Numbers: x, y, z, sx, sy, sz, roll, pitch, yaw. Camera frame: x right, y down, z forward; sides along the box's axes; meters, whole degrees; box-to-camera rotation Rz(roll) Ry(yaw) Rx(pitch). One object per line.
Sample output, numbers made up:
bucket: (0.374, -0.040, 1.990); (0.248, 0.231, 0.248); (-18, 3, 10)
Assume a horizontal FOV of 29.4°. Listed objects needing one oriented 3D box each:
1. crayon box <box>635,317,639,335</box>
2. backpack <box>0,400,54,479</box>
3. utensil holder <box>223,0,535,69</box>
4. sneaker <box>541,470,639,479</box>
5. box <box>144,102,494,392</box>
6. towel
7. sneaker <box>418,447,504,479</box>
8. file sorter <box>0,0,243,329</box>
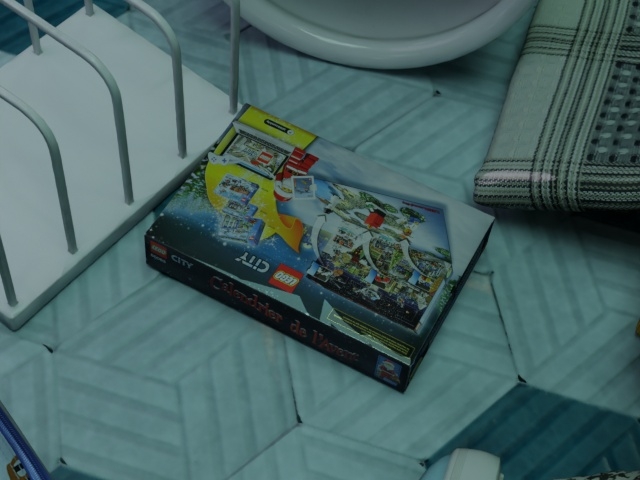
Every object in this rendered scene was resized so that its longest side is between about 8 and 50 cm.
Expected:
crayon box: (0.388, 0.015, 0.972); (0.203, 0.083, 0.323); (25, 57, 13)
backpack: (-0.252, 0.215, 0.698); (0.213, 0.276, 0.263); (-18, 62, -31)
utensil holder: (0.073, -0.403, 1.088); (0.327, 0.328, 0.385); (13, 54, 4)
sneaker: (0.167, 0.318, 0.748); (0.182, 0.158, 0.410); (-5, 52, 30)
box: (0.000, 0.000, 0.973); (0.233, 0.044, 0.159); (26, 58, 12)
towel: (0.314, -0.146, 1.017); (0.312, 0.056, 0.324); (3, 47, 29)
sneaker: (-0.009, 0.256, 0.749); (0.150, 0.135, 0.366); (25, 53, 16)
file sorter: (-0.217, -0.115, 0.957); (0.193, 0.173, 0.278); (35, 61, 18)
